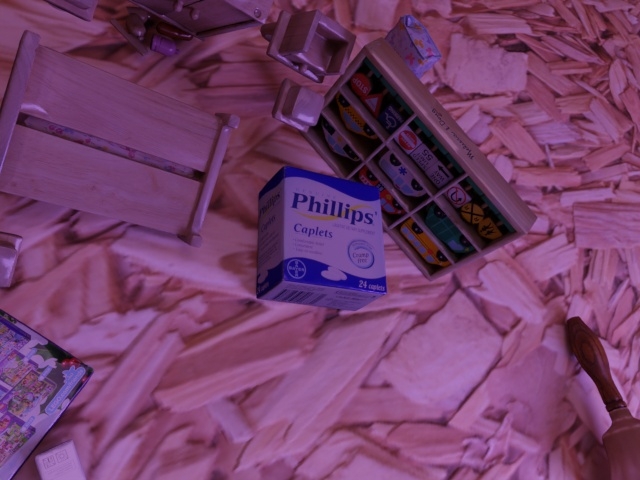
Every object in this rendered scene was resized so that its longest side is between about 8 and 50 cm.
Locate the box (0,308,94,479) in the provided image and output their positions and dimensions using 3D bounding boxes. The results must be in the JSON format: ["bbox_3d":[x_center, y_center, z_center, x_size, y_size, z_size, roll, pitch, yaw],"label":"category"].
[{"bbox_3d":[-0.332,0.157,0.351,0.201,0.057,0.293,38,55,-9],"label":"box"}]

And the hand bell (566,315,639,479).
[{"bbox_3d":[0.392,0.215,0.712,0.126,0.126,0.242,7,52,-26],"label":"hand bell"}]

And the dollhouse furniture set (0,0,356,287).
[{"bbox_3d":[-0.171,-0.114,0.569,0.303,0.174,0.355,18,93,-37],"label":"dollhouse furniture set"}]

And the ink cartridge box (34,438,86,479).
[{"bbox_3d":[-0.184,0.213,0.403,0.029,0.063,0.115,-20,79,-32],"label":"ink cartridge box"}]

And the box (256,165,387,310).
[{"bbox_3d":[0.000,0.000,0.597,0.126,0.072,0.137,10,63,-25],"label":"box"}]

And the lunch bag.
[{"bbox_3d":[0.133,-0.288,0.803,0.053,0.071,0.083,-23,79,-36],"label":"lunch bag"}]

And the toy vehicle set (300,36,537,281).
[{"bbox_3d":[0.105,-0.085,0.635,0.267,0.166,0.035,49,54,0],"label":"toy vehicle set"}]

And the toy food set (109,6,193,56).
[{"bbox_3d":[-0.192,-0.260,0.646,0.078,0.019,0.122,46,51,-3],"label":"toy food set"}]
